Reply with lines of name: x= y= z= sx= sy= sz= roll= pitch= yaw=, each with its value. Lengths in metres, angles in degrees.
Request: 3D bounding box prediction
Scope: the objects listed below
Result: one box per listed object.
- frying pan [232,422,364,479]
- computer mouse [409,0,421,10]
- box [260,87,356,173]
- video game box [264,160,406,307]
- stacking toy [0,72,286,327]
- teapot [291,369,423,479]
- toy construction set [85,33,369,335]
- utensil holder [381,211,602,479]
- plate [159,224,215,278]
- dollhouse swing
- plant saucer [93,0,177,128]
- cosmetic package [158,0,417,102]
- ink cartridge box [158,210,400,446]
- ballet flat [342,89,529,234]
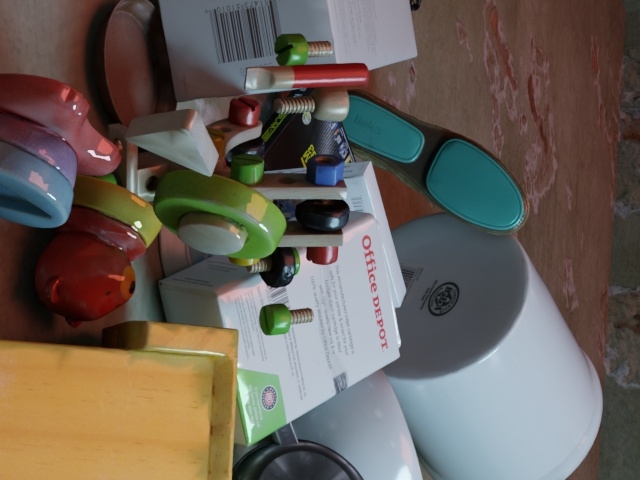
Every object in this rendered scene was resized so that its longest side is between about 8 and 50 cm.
frying pan: x=-0.016 y=0.273 z=1.864 sx=0.053 sy=0.197 sz=0.326 roll=116 pitch=-16 yaw=-53
computer mouse: x=0.132 y=-0.482 z=2.567 sx=0.242 sy=0.041 sz=0.071 roll=70 pitch=36 yaw=-49
box: x=-0.023 y=-0.100 z=2.075 sx=0.184 sy=0.045 sz=0.191 roll=-56 pitch=139 yaw=-39
video game box: x=0.000 y=0.000 z=1.977 sx=0.048 sy=0.187 sz=0.205 roll=-65 pitch=145 yaw=-55
stacking toy: x=-0.200 y=-0.017 z=1.408 sx=0.309 sy=0.279 sz=0.130 roll=53 pitch=51 yaw=-55
teapot: x=0.020 y=0.290 z=2.004 sx=0.252 sy=0.187 sz=0.256 roll=86 pitch=-13 yaw=-56
toy construction set: x=-0.108 y=-0.081 z=1.588 sx=0.237 sy=0.309 sz=0.257 roll=-6 pitch=51 yaw=-31
utensil holder: x=0.240 y=0.184 z=2.347 sx=0.385 sy=0.327 sz=0.328 roll=56 pitch=37 yaw=-48
plate: x=-0.143 y=0.002 z=1.843 sx=0.188 sy=0.024 sz=0.188 roll=-4 pitch=90 yaw=-68
dollhouse swing: x=-0.253 y=0.254 z=1.480 sx=0.315 sy=0.304 sz=0.347 roll=163 pitch=-70 yaw=-72
plant saucer: x=-0.212 y=-0.193 z=1.703 sx=0.168 sy=0.029 sz=0.169 roll=-4 pitch=90 yaw=-66
cosmetic package: x=-0.029 y=-0.275 z=1.882 sx=0.385 sy=0.217 sz=0.156 roll=-38 pitch=120 yaw=-71
ink cartridge box: x=-0.044 y=0.097 z=1.825 sx=0.272 sy=0.114 sz=0.198 roll=-26 pitch=113 yaw=-40
ballet flat: x=0.163 y=-0.117 z=2.262 sx=0.116 sy=0.342 sz=0.124 roll=-63 pitch=172 yaw=1
